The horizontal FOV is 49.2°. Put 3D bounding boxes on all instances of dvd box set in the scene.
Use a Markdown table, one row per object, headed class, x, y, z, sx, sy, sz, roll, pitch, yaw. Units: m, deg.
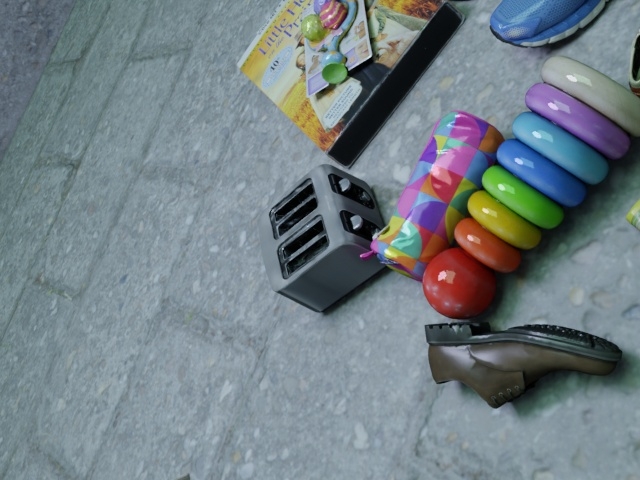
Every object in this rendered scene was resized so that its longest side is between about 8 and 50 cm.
| class | x | y | z | sx | sy | sz | roll | pitch | yaw |
| --- | --- | --- | --- | --- | --- | --- | --- | --- | --- |
| dvd box set | 0.028 | -0.351 | 1.255 | 0.307 | 0.062 | 0.420 | -51 | 42 | 11 |

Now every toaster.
| class | x | y | z | sx | sy | sz | roll | pitch | yaw |
| --- | --- | --- | --- | --- | --- | --- | --- | --- | --- |
| toaster | 0.000 | 0.000 | 1.052 | 0.186 | 0.110 | 0.168 | -37 | 45 | 26 |

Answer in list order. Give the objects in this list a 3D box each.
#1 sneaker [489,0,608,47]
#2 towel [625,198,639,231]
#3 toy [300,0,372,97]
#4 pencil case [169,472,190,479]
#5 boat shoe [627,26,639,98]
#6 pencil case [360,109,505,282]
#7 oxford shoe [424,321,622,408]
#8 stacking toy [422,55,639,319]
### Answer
| class | x | y | z | sx | sy | sz | roll | pitch | yaw |
| --- | --- | --- | --- | --- | --- | --- | --- | --- | --- |
| sneaker | 0.338 | -0.397 | 0.898 | 0.330 | 0.147 | 0.129 | -46 | 43 | 18 |
| towel | 0.419 | 0.008 | 0.691 | 0.102 | 0.021 | 0.237 | -53 | 42 | 19 |
| toy | 0.011 | -0.367 | 1.192 | 0.137 | 0.056 | 0.237 | -28 | 51 | 30 |
| pencil case | -0.300 | 0.464 | 1.061 | 0.411 | 0.160 | 0.183 | -22 | 71 | 37 |
| boat shoe | 0.393 | -0.232 | 0.830 | 0.049 | 0.043 | 0.136 | 1 | 69 | 48 |
| pencil case | 0.152 | -0.056 | 0.932 | 0.104 | 0.104 | 0.236 | 27 | 86 | 49 |
| oxford shoe | 0.223 | 0.140 | 0.784 | 0.227 | 0.083 | 0.096 | -6 | 83 | 45 |
| stacking toy | 0.237 | -0.045 | 0.837 | 0.330 | 0.141 | 0.141 | -57 | 40 | 16 |
